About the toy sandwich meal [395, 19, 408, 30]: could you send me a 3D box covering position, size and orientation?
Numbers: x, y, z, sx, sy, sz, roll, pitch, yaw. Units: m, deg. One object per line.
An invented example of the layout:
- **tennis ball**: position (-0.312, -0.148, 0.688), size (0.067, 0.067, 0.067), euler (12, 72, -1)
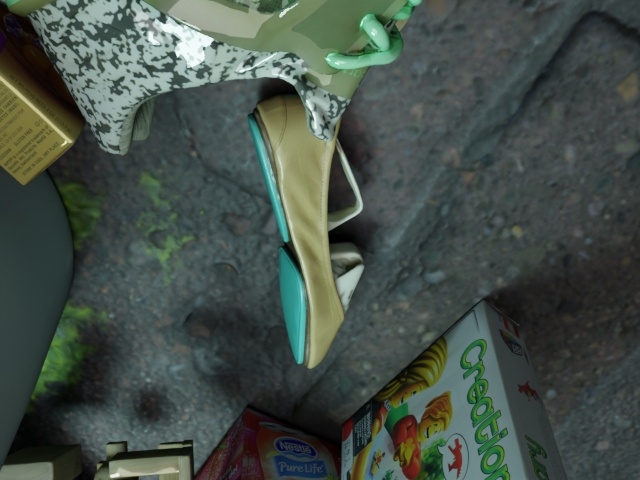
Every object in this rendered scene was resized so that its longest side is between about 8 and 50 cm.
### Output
- **toy sandwich meal**: position (0.023, -0.165, 0.529), size (0.085, 0.029, 0.086), euler (0, 110, -1)

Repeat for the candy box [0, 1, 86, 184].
- **candy box**: position (-0.227, -0.134, 0.499), size (0.053, 0.109, 0.187), euler (-35, 115, 19)

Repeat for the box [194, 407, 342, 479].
- **box**: position (-0.079, 0.301, 0.759), size (0.128, 0.123, 0.257), euler (27, 118, -16)

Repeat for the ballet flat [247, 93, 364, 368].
- **ballet flat**: position (0.000, 0.000, 0.604), size (0.073, 0.080, 0.232), euler (-14, 123, -9)

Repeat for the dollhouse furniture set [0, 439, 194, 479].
- **dollhouse furniture set**: position (-0.173, 0.229, 0.628), size (0.151, 0.144, 0.123), euler (-3, 82, -7)

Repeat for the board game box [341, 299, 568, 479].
- **board game box**: position (0.093, 0.202, 0.592), size (0.053, 0.305, 0.193), euler (35, 115, -17)

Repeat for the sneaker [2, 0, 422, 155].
- **sneaker**: position (0.011, -0.155, 0.454), size (0.410, 0.158, 0.182), euler (-11, 113, 16)

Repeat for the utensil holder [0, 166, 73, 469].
- **utensil holder**: position (-0.345, 0.090, 0.476), size (0.327, 0.385, 0.328), euler (0, 123, 0)
